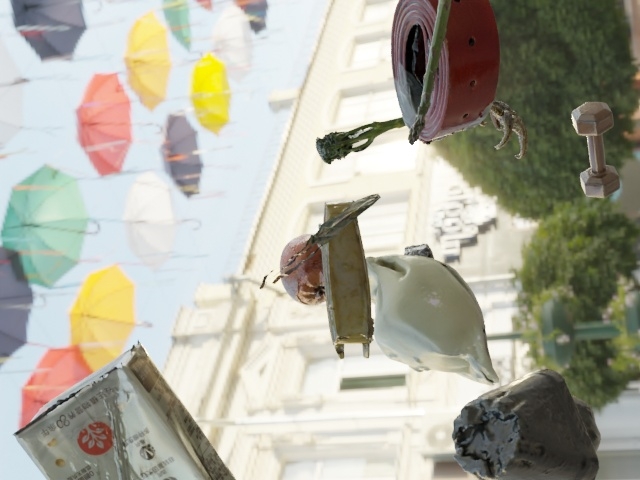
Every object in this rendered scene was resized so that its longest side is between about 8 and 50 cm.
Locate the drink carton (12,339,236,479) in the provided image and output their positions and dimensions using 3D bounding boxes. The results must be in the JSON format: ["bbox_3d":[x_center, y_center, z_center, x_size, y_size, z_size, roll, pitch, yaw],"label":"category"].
[{"bbox_3d":[-0.260,0.334,1.316,0.324,0.194,0.132,57,-174,-8],"label":"drink carton"}]

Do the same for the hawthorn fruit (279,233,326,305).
[{"bbox_3d":[-0.018,0.061,2.129,0.173,0.173,0.173,-7,-90,-71],"label":"hawthorn fruit"}]

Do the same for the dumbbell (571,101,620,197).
[{"bbox_3d":[0.631,-0.204,2.075,0.082,0.092,0.231,41,157,52],"label":"dumbbell"}]

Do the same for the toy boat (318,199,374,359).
[{"bbox_3d":[0.049,0.077,1.745,0.115,0.089,0.310,36,-134,-87],"label":"toy boat"}]

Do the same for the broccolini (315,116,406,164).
[{"bbox_3d":[0.175,-0.281,2.237,0.074,0.392,0.079,-113,8,-49],"label":"broccolini"}]

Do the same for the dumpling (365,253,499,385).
[{"bbox_3d":[0.248,0.190,2.022,0.233,0.395,0.315,-49,-27,-11],"label":"dumpling"}]

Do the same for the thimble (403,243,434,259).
[{"bbox_3d":[0.237,0.065,2.142,0.095,0.066,0.104,-67,-38,-61],"label":"thimble"}]

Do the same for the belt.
[{"bbox_3d":[0.223,-0.324,1.669,0.324,0.115,0.227,92,156,-50],"label":"belt"}]

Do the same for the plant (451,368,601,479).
[{"bbox_3d":[0.277,0.264,1.219,0.256,0.142,0.164,13,-129,-46],"label":"plant"}]

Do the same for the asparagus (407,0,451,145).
[{"bbox_3d":[0.179,-0.274,1.486,0.024,0.025,0.248,0,-77,-77],"label":"asparagus"}]

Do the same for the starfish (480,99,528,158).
[{"bbox_3d":[0.441,-0.267,2.143,0.146,0.074,0.190,52,-156,18],"label":"starfish"}]

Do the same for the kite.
[{"bbox_3d":[-0.001,-0.001,1.460,0.015,0.245,0.141,53,-164,12],"label":"kite"}]
